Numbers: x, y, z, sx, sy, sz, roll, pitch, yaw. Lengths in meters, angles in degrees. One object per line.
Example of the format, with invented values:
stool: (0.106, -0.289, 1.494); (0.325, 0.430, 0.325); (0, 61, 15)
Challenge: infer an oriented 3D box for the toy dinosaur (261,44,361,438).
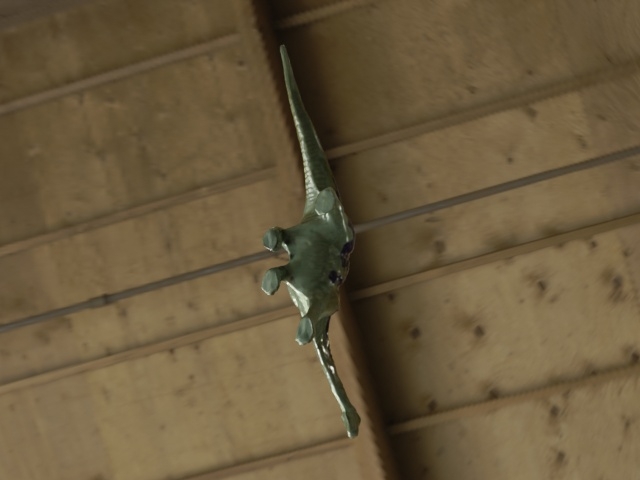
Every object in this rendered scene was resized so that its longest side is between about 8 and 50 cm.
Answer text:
toy dinosaur: (-0.005, 0.002, 0.725); (0.037, 0.058, 0.180); (0, -85, 14)
